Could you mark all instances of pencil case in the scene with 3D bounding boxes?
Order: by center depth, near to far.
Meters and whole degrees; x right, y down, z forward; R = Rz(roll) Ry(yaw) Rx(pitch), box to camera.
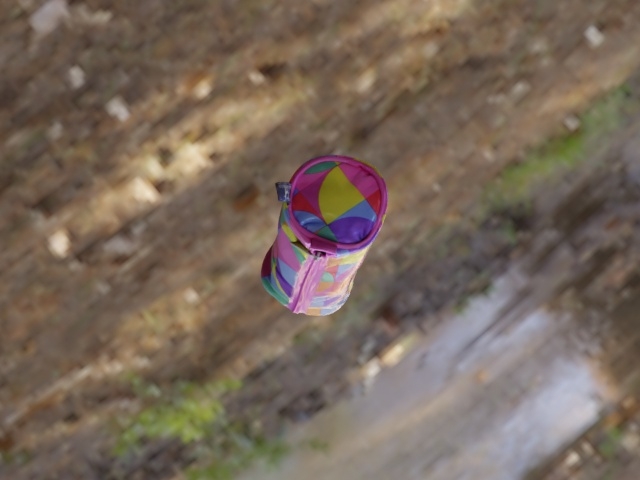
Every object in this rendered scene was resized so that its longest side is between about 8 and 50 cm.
[{"bbox_3d":[0.000,0.000,1.640,0.104,0.104,0.236,-34,168,-14],"label":"pencil case"}]
